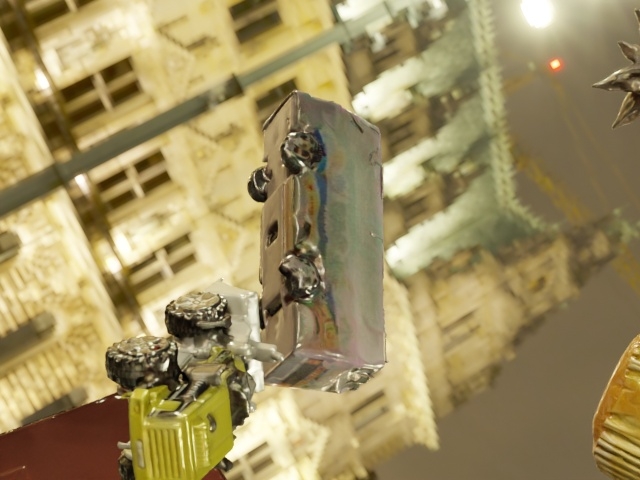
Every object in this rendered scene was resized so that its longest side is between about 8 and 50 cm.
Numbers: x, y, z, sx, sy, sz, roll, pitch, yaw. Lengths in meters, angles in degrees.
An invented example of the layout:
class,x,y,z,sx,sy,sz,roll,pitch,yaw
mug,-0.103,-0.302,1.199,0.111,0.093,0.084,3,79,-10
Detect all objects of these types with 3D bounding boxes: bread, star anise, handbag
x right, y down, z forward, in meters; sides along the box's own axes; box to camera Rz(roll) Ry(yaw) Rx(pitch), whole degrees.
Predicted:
class,x,y,z,sx,sy,sz,roll,pitch,yaw
bread,0.386,0.196,1.529,0.114,0.190,0.132,25,-4,44
star anise,0.466,-0.220,1.791,0.182,0.195,0.065,20,16,-24
handbag,-0.250,0.306,1.545,0.260,0.275,0.084,53,-32,28

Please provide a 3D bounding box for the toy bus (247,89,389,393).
class,x,y,z,sx,sy,sz,roll,pitch,yaw
toy bus,0.000,0.000,1.432,0.112,0.138,0.317,-41,-139,54

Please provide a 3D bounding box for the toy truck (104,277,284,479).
class,x,y,z,sx,sy,sz,roll,pitch,yaw
toy truck,-0.102,0.128,1.197,0.286,0.111,0.136,-48,138,-66
